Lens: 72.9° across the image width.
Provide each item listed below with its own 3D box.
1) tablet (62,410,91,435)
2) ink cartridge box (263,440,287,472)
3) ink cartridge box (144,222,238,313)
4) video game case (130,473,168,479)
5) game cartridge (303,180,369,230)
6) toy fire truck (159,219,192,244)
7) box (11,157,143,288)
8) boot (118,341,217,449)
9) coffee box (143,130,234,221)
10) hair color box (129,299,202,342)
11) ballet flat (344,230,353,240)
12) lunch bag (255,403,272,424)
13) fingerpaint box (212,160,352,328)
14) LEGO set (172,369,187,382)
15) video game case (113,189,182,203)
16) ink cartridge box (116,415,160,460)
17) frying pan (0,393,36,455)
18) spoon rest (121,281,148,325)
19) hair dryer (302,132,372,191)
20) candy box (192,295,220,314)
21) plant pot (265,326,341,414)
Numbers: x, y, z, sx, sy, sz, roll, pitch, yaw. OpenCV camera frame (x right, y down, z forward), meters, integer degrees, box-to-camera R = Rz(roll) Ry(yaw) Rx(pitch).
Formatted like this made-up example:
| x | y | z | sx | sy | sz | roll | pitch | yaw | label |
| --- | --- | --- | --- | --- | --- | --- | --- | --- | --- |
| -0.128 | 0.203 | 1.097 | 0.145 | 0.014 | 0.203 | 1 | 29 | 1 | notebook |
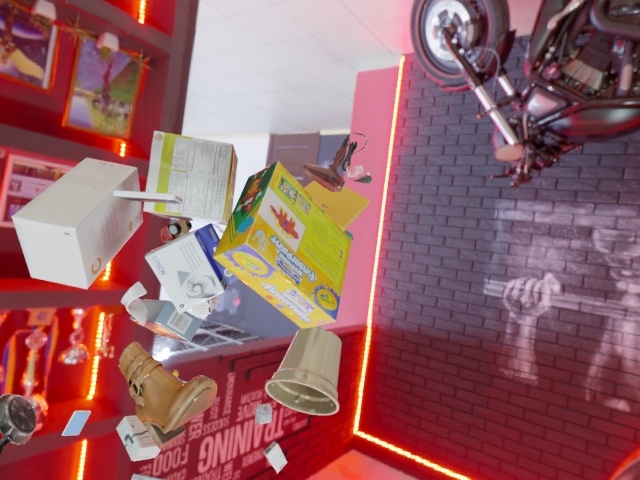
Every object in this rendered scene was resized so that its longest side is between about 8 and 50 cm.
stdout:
| x | y | z | sx | sy | sz | roll | pitch | yaw | label |
| --- | --- | --- | --- | --- | --- | --- | --- | --- | --- |
| -0.756 | 0.566 | 1.343 | 0.006 | 0.083 | 0.054 | 27 | 178 | 38 | tablet |
| -0.186 | 0.899 | 1.796 | 0.029 | 0.115 | 0.063 | 6 | -146 | 47 | ink cartridge box |
| -0.396 | 0.089 | 1.371 | 0.224 | 0.223 | 0.045 | -28 | -158 | -11 | ink cartridge box |
| -0.568 | 0.839 | 1.369 | 0.119 | 0.166 | 0.015 | 10 | 137 | 1 | video game case |
| 0.049 | -0.177 | 2.051 | 0.285 | 0.053 | 0.323 | 31 | -142 | 13 | game cartridge |
| -0.736 | 0.025 | 2.181 | 0.246 | 0.217 | 0.158 | -19 | -173 | 22 | toy fire truck |
| -0.686 | -0.062 | 1.276 | 0.168 | 0.215 | 0.345 | 11 | -144 | 0 | box |
| -0.345 | 0.306 | 0.949 | 0.109 | 0.220 | 0.283 | -20 | 156 | -43 | boot |
| -0.559 | -0.259 | 1.945 | 0.334 | 0.338 | 0.337 | 7 | 178 | -7 | coffee box |
| -0.717 | 0.364 | 1.993 | 0.185 | 0.114 | 0.374 | 41 | 152 | -27 | hair color box |
| 0.000 | 0.000 | 2.321 | 0.342 | 0.116 | 0.124 | -5 | 163 | -2 | ballet flat |
| -0.268 | 0.821 | 2.056 | 0.071 | 0.083 | 0.053 | 9 | 169 | -39 | lunch bag |
| -0.104 | 0.025 | 1.481 | 0.163 | 0.371 | 0.445 | -19 | 131 | 34 | fingerpaint box |
| -0.717 | 0.708 | 2.156 | 0.227 | 0.093 | 0.087 | 24 | -168 | -16 | LEGO set |
| -0.481 | -0.122 | 1.225 | 0.157 | 0.019 | 0.143 | 3 | 179 | -9 | video game case |
| -0.913 | 0.997 | 2.201 | 0.208 | 0.087 | 0.153 | 41 | -173 | 33 | ink cartridge box |
| -1.121 | 0.658 | 1.554 | 0.053 | 0.197 | 0.326 | -27 | -177 | -8 | frying pan |
| -0.735 | 0.255 | 1.706 | 0.084 | 0.137 | 0.276 | -32 | 165 | -34 | spoon rest |
| 0.068 | -0.319 | 1.842 | 0.293 | 0.224 | 0.080 | -11 | 179 | 8 | hair dryer |
| -0.462 | 0.174 | 1.718 | 0.070 | 0.196 | 0.165 | -6 | -167 | 1 | candy box |
| -0.045 | 0.569 | 1.959 | 0.333 | 0.306 | 0.334 | 11 | 140 | 9 | plant pot |
